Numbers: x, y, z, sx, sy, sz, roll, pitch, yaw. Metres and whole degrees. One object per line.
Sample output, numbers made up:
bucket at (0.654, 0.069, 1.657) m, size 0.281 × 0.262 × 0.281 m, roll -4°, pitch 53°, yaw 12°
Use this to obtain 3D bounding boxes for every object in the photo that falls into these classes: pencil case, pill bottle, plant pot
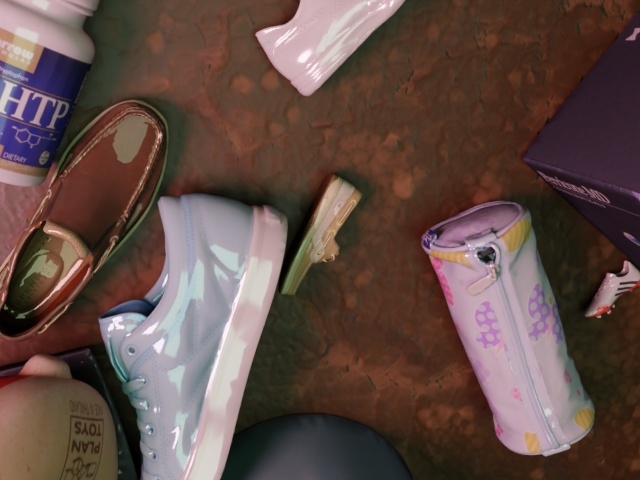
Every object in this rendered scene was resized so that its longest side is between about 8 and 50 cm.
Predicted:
pencil case at (0.204, 0.093, 0.864) m, size 0.113 × 0.124 × 0.273 m, roll -25°, pitch 109°, yaw -6°
pill bottle at (-0.260, -0.151, 0.703) m, size 0.112 × 0.112 × 0.186 m, roll 22°, pitch 99°, yaw -17°
plant pot at (0.000, 0.363, 0.830) m, size 0.293 × 0.235 × 0.293 m, roll -3°, pitch 105°, yaw -12°

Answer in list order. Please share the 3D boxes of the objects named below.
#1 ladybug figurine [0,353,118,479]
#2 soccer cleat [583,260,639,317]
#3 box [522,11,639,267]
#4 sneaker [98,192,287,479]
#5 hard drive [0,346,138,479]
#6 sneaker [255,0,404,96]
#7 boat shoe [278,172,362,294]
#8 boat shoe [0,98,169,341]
ladybug figurine at (-0.318, 0.305, 0.673) m, size 0.162 × 0.305 × 0.449 m, roll 16°, pitch 79°, yaw 19°
soccer cleat at (0.332, 0.057, 0.934) m, size 0.083 × 0.029 × 0.035 m, roll -35°, pitch 100°, yaw -5°
box at (0.455, -0.022, 0.800) m, size 0.395 × 0.293 × 0.212 m, roll 38°, pitch 93°, yaw -18°
sneaker at (-0.152, 0.127, 0.797) m, size 0.150 × 0.135 × 0.366 m, roll 16°, pitch 90°, yaw -13°
hard drive at (-0.277, 0.237, 0.830) m, size 0.172 × 0.054 × 0.254 m, roll -14°, pitch 107°, yaw -9°
sneaker at (0.030, -0.241, 0.768) m, size 0.094 × 0.080 × 0.212 m, roll 44°, pitch 93°, yaw -7°
boat shoe at (0.000, 0.000, 0.832) m, size 0.045 × 0.050 × 0.135 m, roll 25°, pitch 98°, yaw -12°
boat shoe at (-0.221, -0.012, 0.756) m, size 0.095 × 0.095 × 0.257 m, roll 30°, pitch 96°, yaw -18°
